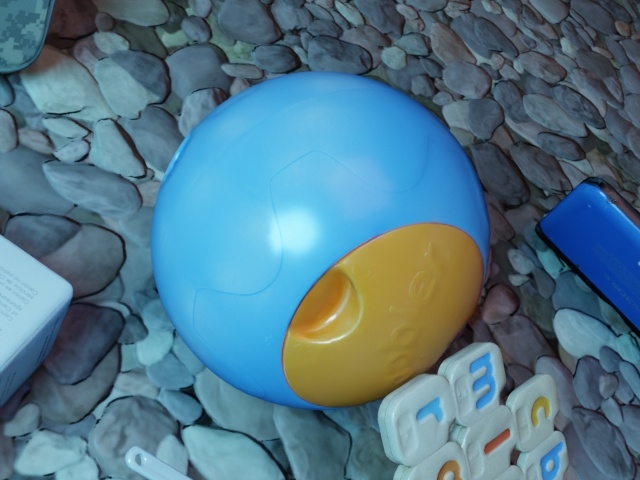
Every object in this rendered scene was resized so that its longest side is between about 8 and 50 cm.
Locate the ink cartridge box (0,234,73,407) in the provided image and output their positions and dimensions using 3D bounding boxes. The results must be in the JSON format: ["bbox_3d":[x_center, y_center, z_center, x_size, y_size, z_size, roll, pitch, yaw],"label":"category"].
[{"bbox_3d":[-0.353,0.093,0.563,0.226,0.131,0.306,37,47,-2],"label":"ink cartridge box"}]

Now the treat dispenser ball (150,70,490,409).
[{"bbox_3d":[0.000,0.000,0.736,0.288,0.288,0.288,16,49,-20],"label":"treat dispenser ball"}]

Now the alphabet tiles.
[{"bbox_3d":[0.123,0.235,0.704,0.278,0.021,0.284,-23,106,-39],"label":"alphabet tiles"}]

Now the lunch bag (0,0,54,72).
[{"bbox_3d":[-0.410,-0.301,0.783,0.305,0.212,0.256,-5,42,-37],"label":"lunch bag"}]

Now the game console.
[{"bbox_3d":[0.437,0.025,1.068,0.173,0.250,0.293,-41,81,-17],"label":"game console"}]

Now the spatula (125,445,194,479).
[{"bbox_3d":[-0.065,0.266,0.626,0.242,0.019,0.168,40,45,-29],"label":"spatula"}]
